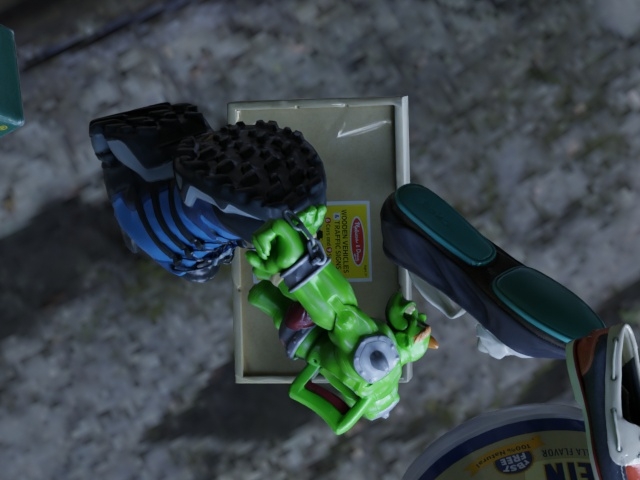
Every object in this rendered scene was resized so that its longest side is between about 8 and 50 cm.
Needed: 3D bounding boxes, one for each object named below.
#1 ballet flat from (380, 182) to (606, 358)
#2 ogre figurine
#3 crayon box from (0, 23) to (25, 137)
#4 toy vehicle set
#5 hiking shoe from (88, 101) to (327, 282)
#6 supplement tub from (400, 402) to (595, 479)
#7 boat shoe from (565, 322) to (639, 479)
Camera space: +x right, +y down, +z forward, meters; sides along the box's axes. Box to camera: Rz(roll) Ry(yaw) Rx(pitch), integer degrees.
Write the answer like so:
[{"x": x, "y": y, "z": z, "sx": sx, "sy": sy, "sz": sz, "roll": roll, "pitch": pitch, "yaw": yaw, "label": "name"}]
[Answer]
[{"x": 0.120, "y": 0.038, "z": 1.377, "sx": 0.074, "sy": 0.203, "sz": 0.074, "roll": -40, "pitch": 154, "yaw": -24, "label": "ballet flat"}, {"x": 0.007, "y": 0.056, "z": 1.227, "sx": 0.097, "sy": 0.118, "sz": 0.197, "roll": -33, "pitch": 163, "yaw": -27, "label": "ogre figurine"}, {"x": -0.367, "y": -0.107, "z": 1.176, "sx": 0.202, "sy": 0.081, "sz": 0.318, "roll": -26, "pitch": 152, "yaw": 30, "label": "crayon box"}, {"x": 0.000, "y": 0.000, "z": 1.775, "sx": 0.166, "sy": 0.267, "sz": 0.035, "roll": 0, "pitch": -175, "yaw": 10, "label": "toy vehicle set"}, {"x": -0.080, "y": -0.027, "z": 1.542, "sx": 0.113, "sy": 0.304, "sz": 0.132, "roll": -18, "pitch": 112, "yaw": -25, "label": "hiking shoe"}, {"x": 0.196, "y": 0.309, "z": 1.523, "sx": 0.228, "sy": 0.316, "sz": 0.228, "roll": -8, "pitch": 129, "yaw": -9, "label": "supplement tub"}, {"x": 0.197, "y": 0.121, "z": 1.223, "sx": 0.043, "sy": 0.137, "sz": 0.049, "roll": -23, "pitch": 163, "yaw": 31, "label": "boat shoe"}]
